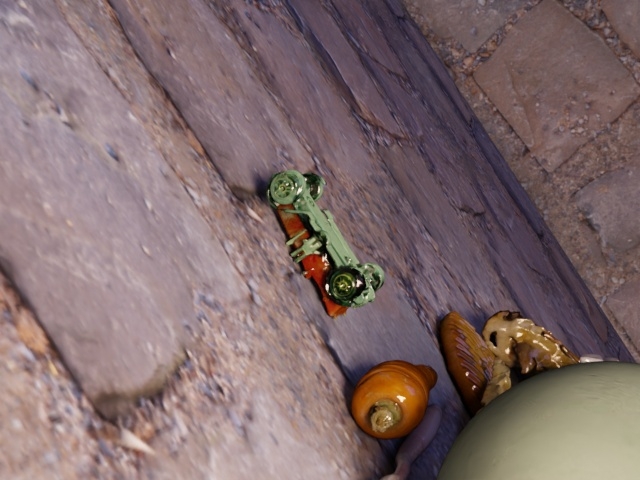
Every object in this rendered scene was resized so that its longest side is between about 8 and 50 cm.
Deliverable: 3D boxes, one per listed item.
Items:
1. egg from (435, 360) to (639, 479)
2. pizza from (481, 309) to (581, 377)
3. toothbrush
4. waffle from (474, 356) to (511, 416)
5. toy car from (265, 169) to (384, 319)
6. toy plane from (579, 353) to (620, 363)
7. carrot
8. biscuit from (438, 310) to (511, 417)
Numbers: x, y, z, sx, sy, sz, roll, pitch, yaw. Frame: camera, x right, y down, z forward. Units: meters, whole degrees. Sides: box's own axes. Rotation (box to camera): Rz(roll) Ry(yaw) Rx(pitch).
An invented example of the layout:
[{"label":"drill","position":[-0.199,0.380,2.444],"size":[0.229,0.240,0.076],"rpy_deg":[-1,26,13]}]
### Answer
[{"label":"egg","position":[0.229,0.234,0.794],"size":[0.389,0.276,0.276],"rpy_deg":[36,26,-45]},{"label":"pizza","position":[0.388,0.232,1.454],"size":[0.435,0.080,0.392],"rpy_deg":[41,5,4]},{"label":"toothbrush","position":[0.072,0.179,0.902],"size":[0.025,0.029,0.307],"rpy_deg":[68,15,1]},{"label":"waffle","position":[0.168,0.173,1.099],"size":[0.125,0.032,0.191],"rpy_deg":[38,36,-40]},{"label":"toy car","position":[0.000,0.000,0.980],"size":[0.143,0.054,0.073],"rpy_deg":[57,19,8]},{"label":"toy plane","position":[0.300,0.252,1.138],"size":[0.267,0.122,0.267],"rpy_deg":[-1,90,-71]},{"label":"carrot","position":[0.077,0.128,0.957],"size":[0.061,0.061,0.256],"rpy_deg":[58,14,6]},{"label":"biscuit","position":[0.204,0.189,1.230],"size":[0.229,0.031,0.176],"rpy_deg":[56,18,-1]}]
